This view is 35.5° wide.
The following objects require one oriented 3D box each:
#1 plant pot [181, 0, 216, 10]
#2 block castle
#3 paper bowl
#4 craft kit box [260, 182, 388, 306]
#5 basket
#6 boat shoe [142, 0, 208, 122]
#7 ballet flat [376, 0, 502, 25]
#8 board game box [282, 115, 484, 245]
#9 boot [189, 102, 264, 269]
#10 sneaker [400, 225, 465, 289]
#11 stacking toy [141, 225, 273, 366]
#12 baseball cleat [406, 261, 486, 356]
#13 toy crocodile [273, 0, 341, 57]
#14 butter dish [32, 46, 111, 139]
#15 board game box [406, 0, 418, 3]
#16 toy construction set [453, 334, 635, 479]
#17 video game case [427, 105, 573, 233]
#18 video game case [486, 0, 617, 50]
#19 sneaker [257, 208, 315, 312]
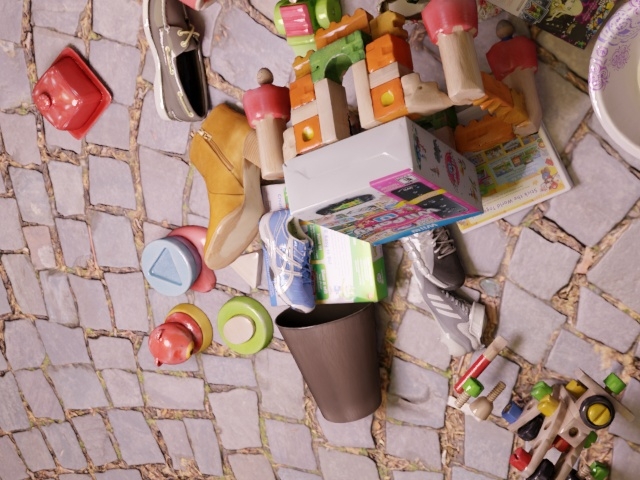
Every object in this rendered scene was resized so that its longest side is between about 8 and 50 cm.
[{"bbox_3d":[-0.250,-0.569,1.811,0.243,0.275,0.275,42,123,-1],"label":"plant pot"},{"bbox_3d":[0.116,-0.243,1.686,0.453,0.303,0.213,-20,71,33],"label":"block castle"},{"bbox_3d":[0.567,-0.260,1.531,0.284,0.148,0.284,10,112,25],"label":"paper bowl"},{"bbox_3d":[0.000,0.000,1.971,0.246,0.061,0.250,-4,96,33],"label":"craft kit box"},{"bbox_3d":[0.034,0.238,2.011,0.204,0.154,0.227,-13,108,5],"label":"basket"},{"bbox_3d":[-0.280,-0.380,1.979,0.091,0.109,0.305,9,118,25],"label":"boat shoe"},{"bbox_3d":[0.204,-0.403,1.719,0.241,0.077,0.091,-1,107,29],"label":"ballet flat"},{"bbox_3d":[0.112,-0.087,1.663,0.224,0.303,0.098,-18,73,26],"label":"board game box"},{"bbox_3d":[-0.200,-0.111,2.000,0.211,0.104,0.295,35,103,38],"label":"boot"},{"bbox_3d":[0.211,-0.021,1.839,0.229,0.086,0.132,51,138,3],"label":"sneaker"},{"bbox_3d":[-0.258,0.137,2.144,0.279,0.130,0.309,7,112,27],"label":"stacking toy"},{"bbox_3d":[0.251,0.118,1.905,0.109,0.072,0.206,-24,101,19],"label":"baseball cleat"},{"bbox_3d":[-0.040,-0.462,1.802,0.115,0.105,0.341,5,121,26],"label":"toy crocodile"},{"bbox_3d":[-0.559,-0.307,2.150,0.160,0.118,0.160,50,123,4],"label":"butter dish"},{"bbox_3d":[0.140,-0.539,1.666,0.136,0.030,0.260,-41,64,39],"label":"board game box"},{"bbox_3d":[0.418,0.287,1.806,0.309,0.257,0.237,43,106,21],"label":"toy construction set"},{"bbox_3d":[0.307,-0.144,1.791,0.227,0.026,0.206,-24,96,32],"label":"video game case"},{"bbox_3d":[0.388,-0.445,1.577,0.210,0.042,0.232,24,121,-8],"label":"video game case"},{"bbox_3d":[-0.053,0.037,1.930,0.081,0.080,0.211,-22,87,32],"label":"sneaker"}]
